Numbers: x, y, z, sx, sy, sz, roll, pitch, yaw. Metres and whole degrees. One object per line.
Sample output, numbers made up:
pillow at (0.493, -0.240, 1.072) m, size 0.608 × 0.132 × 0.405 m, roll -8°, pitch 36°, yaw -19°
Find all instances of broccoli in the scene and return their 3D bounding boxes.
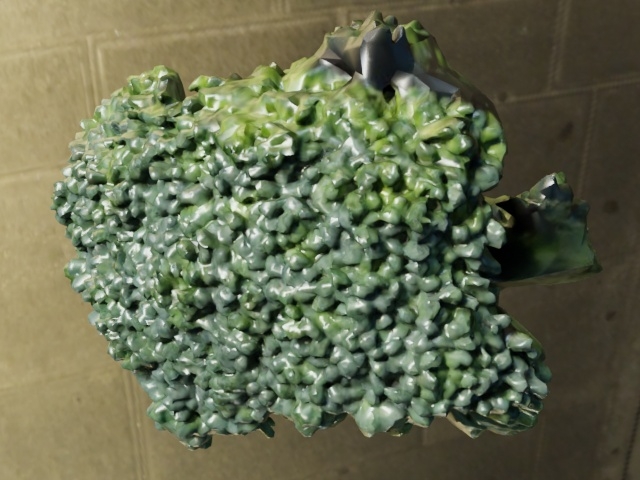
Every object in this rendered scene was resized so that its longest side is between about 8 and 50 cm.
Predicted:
broccoli at (-0.001, 0.006, 0.677) m, size 0.318 × 0.338 × 0.277 m, roll -3°, pitch 84°, yaw -26°
